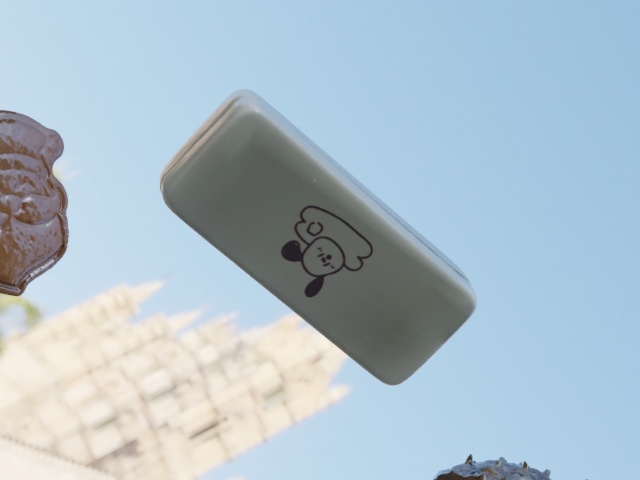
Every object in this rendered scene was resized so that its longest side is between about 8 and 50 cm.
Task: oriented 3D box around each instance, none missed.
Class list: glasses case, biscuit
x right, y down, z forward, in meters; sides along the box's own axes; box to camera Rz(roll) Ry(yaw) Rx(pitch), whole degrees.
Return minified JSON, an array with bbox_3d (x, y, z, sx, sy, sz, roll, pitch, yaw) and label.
[{"bbox_3d":[0.000,0.000,1.519,0.313,0.131,0.070,40,11,-19],"label":"glasses case"},{"bbox_3d":[-0.220,-0.026,1.116,0.019,0.102,0.130,-2,-95,52],"label":"biscuit"}]

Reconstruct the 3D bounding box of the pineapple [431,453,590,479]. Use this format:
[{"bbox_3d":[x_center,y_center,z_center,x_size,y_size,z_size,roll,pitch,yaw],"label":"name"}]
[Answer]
[{"bbox_3d":[0.235,0.304,1.640,0.158,0.279,0.157,-16,-109,55],"label":"pineapple"}]
